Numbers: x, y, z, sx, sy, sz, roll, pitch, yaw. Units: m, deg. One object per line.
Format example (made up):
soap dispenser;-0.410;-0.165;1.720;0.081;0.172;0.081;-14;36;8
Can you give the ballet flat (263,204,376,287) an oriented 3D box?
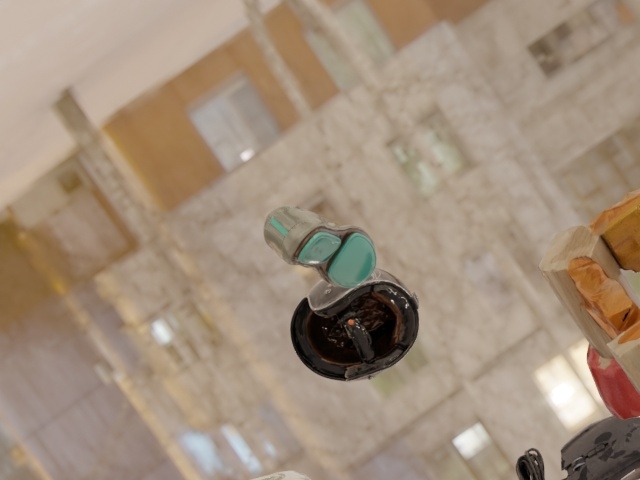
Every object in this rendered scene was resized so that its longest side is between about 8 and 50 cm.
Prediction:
ballet flat;0.000;0.000;1.803;0.072;0.068;0.213;-54;157;5

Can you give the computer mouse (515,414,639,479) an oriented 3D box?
computer mouse;0.381;0.329;2.265;0.262;0.184;0.060;-25;148;27

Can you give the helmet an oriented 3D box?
helmet;0.048;0.114;2.295;0.169;0.169;0.161;-36;-170;-16

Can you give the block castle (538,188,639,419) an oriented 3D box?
block castle;0.375;0.089;1.162;0.303;0.213;0.453;-35;-154;2

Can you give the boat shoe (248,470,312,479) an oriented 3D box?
boat shoe;-0.168;0.337;1.848;0.367;0.136;0.156;-23;-157;2
